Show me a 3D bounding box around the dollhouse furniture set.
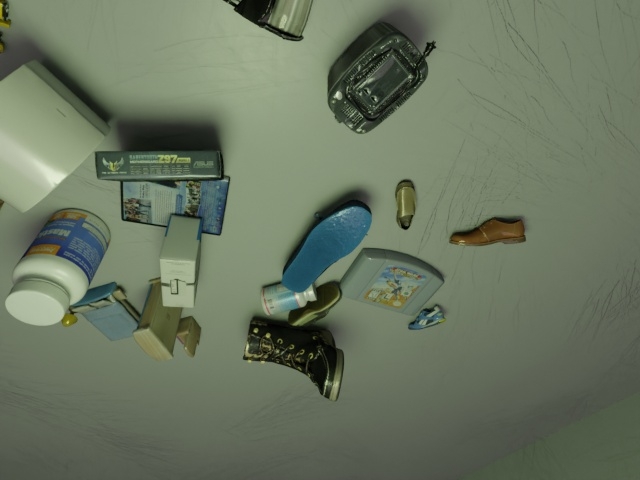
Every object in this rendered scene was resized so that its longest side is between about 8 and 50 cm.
[{"bbox_3d":[-0.567,0.288,1.197,0.303,0.198,0.286,-15,129,6],"label":"dollhouse furniture set"}]

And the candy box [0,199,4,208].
[{"bbox_3d":[-0.792,-0.121,0.934,0.109,0.053,0.187,33,120,-28],"label":"candy box"}]

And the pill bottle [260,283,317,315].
[{"bbox_3d":[-0.095,0.168,1.226,0.160,0.087,0.087,-15,129,6],"label":"pill bottle"}]

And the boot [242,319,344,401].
[{"bbox_3d":[-0.088,0.347,1.223,0.284,0.377,0.138,12,98,-9],"label":"boot"}]

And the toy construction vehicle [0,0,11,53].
[{"bbox_3d":[-0.620,-0.404,0.742,0.086,0.035,0.098,8,131,-27],"label":"toy construction vehicle"}]

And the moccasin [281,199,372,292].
[{"bbox_3d":[0.000,0.000,1.089,0.138,0.117,0.342,39,121,-17],"label":"moccasin"}]

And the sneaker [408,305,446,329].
[{"bbox_3d":[0.361,0.270,1.388,0.144,0.059,0.053,-31,159,37],"label":"sneaker"}]

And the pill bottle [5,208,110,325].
[{"bbox_3d":[-0.617,0.060,0.958,0.152,0.272,0.152,-3,129,-4],"label":"pill bottle"}]

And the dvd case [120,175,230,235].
[{"bbox_3d":[-0.367,-0.104,1.017,0.253,0.022,0.180,9,128,-14],"label":"dvd case"}]

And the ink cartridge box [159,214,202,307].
[{"bbox_3d":[-0.360,0.059,1.051,0.086,0.148,0.203,6,138,-13],"label":"ink cartridge box"}]

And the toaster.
[{"bbox_3d":[0.110,-0.334,0.805,0.129,0.146,0.227,35,118,-30],"label":"toaster"}]

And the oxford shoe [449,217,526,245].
[{"bbox_3d":[0.475,-0.024,1.163,0.212,0.076,0.076,-8,99,2],"label":"oxford shoe"}]

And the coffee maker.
[{"bbox_3d":[-0.076,-0.467,0.695,0.171,0.120,0.178,17,124,-18],"label":"coffee maker"}]

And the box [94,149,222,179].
[{"bbox_3d":[-0.328,-0.157,0.865,0.233,0.183,0.059,-3,98,-10],"label":"box"}]

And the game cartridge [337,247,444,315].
[{"bbox_3d":[0.226,0.129,1.255,0.297,0.062,0.198,18,129,-20],"label":"game cartridge"}]

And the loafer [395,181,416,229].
[{"bbox_3d":[0.231,-0.089,1.080,0.056,0.050,0.148,-10,129,2],"label":"loafer"}]

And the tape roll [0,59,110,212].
[{"bbox_3d":[-0.560,-0.197,0.777,0.246,0.246,0.169,-30,126,16],"label":"tape roll"}]

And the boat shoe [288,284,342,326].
[{"bbox_3d":[-0.009,0.212,1.281,0.073,0.080,0.223,29,128,-36],"label":"boat shoe"}]
